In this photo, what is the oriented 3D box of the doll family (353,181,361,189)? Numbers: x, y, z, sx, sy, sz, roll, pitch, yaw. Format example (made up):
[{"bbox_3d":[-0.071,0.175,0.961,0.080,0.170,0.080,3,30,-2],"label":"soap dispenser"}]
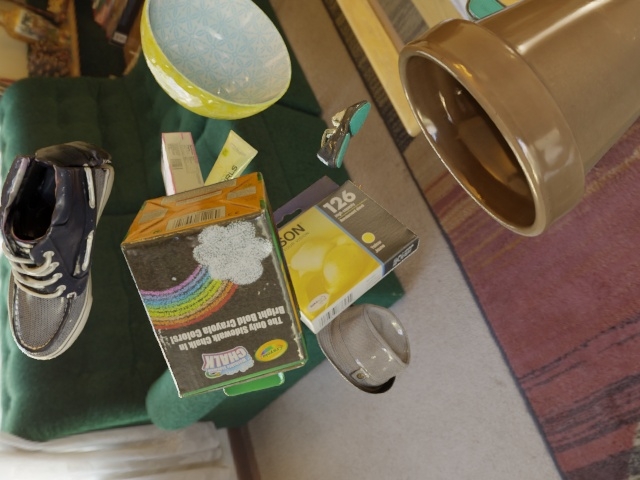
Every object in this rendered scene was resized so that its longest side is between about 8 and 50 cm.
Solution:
[{"bbox_3d":[0.086,-0.082,1.414,0.263,0.163,0.118,48,119,50],"label":"doll family"}]

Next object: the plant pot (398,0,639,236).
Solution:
[{"bbox_3d":[0.253,-0.171,0.604,0.229,0.263,0.263,-35,51,1],"label":"plant pot"}]

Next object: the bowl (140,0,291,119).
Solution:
[{"bbox_3d":[-0.217,-0.338,1.024,0.156,0.289,0.290,-34,59,47],"label":"bowl"}]

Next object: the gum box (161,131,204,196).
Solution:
[{"bbox_3d":[-0.294,-0.131,1.129,0.107,0.062,0.188,117,140,-52],"label":"gum box"}]

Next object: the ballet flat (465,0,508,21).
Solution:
[{"bbox_3d":[0.364,-0.392,1.005,0.213,0.068,0.072,45,110,10],"label":"ballet flat"}]

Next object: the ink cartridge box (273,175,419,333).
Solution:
[{"bbox_3d":[0.000,0.000,1.159,0.307,0.303,0.072,42,158,26],"label":"ink cartridge box"}]

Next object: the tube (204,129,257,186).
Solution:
[{"bbox_3d":[-0.258,-0.162,1.386,0.240,0.070,0.062,-53,30,22],"label":"tube"}]

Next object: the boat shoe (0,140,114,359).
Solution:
[{"bbox_3d":[-0.394,0.027,0.745,0.158,0.127,0.341,-90,14,-80],"label":"boat shoe"}]

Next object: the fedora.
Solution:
[{"bbox_3d":[0.129,0.245,1.329,0.124,0.244,0.275,-34,103,32],"label":"fedora"}]

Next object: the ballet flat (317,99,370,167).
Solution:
[{"bbox_3d":[0.049,-0.259,1.247,0.074,0.074,0.203,-2,54,50],"label":"ballet flat"}]

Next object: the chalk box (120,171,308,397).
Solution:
[{"bbox_3d":[-0.126,0.081,0.738,0.179,0.180,0.289,-110,7,-66],"label":"chalk box"}]
